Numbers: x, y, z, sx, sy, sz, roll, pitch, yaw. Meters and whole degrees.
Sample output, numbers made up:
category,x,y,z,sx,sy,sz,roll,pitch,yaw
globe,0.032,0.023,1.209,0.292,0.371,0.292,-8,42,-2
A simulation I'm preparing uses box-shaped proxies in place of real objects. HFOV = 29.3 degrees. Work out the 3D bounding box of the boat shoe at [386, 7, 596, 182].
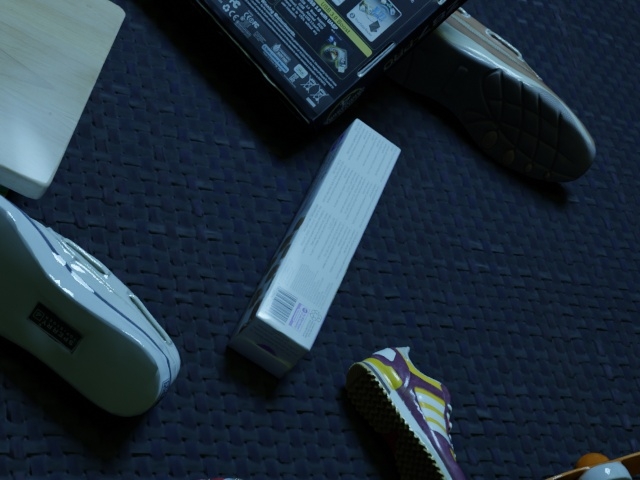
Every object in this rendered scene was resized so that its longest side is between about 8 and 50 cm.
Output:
category,x,y,z,sx,sy,sz,roll,pitch,yaw
boat shoe,0.213,-0.201,1.515,0.324,0.123,0.116,38,42,-6

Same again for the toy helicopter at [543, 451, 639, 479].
category,x,y,z,sx,sy,sz,roll,pitch,yaw
toy helicopter,0.349,0.293,1.251,0.235,0.140,0.355,46,33,16

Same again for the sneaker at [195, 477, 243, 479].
category,x,y,z,sx,sy,sz,roll,pitch,yaw
sneaker,-0.080,0.254,1.023,0.042,0.067,0.118,-16,98,-44

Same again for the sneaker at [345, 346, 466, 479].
category,x,y,z,sx,sy,sz,roll,pitch,yaw
sneaker,0.105,0.183,1.178,0.084,0.069,0.185,-20,71,-37

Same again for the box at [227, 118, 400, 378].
category,x,y,z,sx,sy,sz,roll,pitch,yaw
box,0.000,0.000,1.250,0.067,0.063,0.324,35,45,-10

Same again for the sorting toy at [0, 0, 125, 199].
category,x,y,z,sx,sy,sz,roll,pitch,yaw
sorting toy,-0.343,-0.169,1.123,0.257,0.089,0.255,27,46,-15

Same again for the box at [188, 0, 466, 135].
category,x,y,z,sx,sy,sz,roll,pitch,yaw
box,-0.025,-0.366,1.363,0.318,0.097,0.395,-43,84,-1

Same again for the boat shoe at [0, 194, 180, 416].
category,x,y,z,sx,sy,sz,roll,pitch,yaw
boat shoe,-0.228,0.039,1.047,0.267,0.096,0.088,37,16,2
